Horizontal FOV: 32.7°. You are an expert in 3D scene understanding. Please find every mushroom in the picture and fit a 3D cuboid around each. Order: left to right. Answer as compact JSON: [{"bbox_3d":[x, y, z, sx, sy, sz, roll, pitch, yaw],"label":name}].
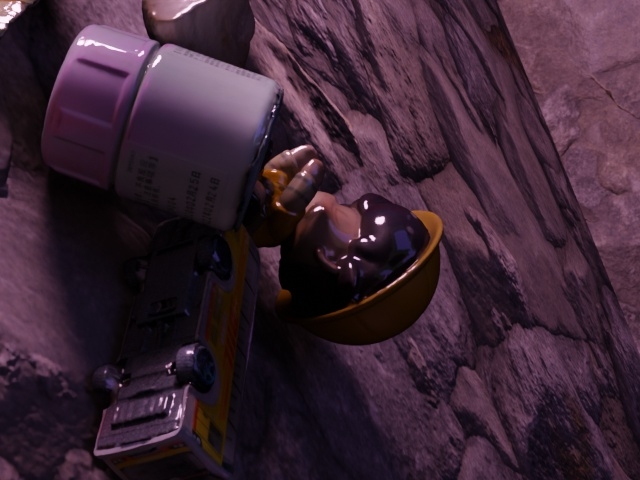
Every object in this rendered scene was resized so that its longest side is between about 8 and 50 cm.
[{"bbox_3d":[-0.109,-0.187,1.010,0.247,0.096,0.108,96,-23,-77],"label":"mushroom"}]

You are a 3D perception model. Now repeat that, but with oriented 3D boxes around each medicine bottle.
[{"bbox_3d":[-0.126,-0.092,0.884,0.168,0.135,0.135,19,36,-4],"label":"medicine bottle"}]

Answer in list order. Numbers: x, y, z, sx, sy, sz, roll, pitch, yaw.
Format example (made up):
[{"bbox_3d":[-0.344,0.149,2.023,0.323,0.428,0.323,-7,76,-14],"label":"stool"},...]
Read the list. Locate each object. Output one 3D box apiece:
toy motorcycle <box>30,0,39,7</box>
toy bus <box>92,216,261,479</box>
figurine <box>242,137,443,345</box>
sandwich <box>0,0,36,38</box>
[{"bbox_3d":[-0.254,-0.335,0.947,0.319,0.241,0.182,53,-14,-13],"label":"toy motorcycle"},{"bbox_3d":[-0.109,0.083,0.891,0.268,0.092,0.106,-86,152,-48],"label":"toy bus"},{"bbox_3d":[-0.003,0.004,1.087,0.256,0.167,0.192,28,24,-15],"label":"figurine"},{"bbox_3d":[-0.276,-0.141,0.673,0.113,0.163,0.079,51,27,-24],"label":"sandwich"}]
